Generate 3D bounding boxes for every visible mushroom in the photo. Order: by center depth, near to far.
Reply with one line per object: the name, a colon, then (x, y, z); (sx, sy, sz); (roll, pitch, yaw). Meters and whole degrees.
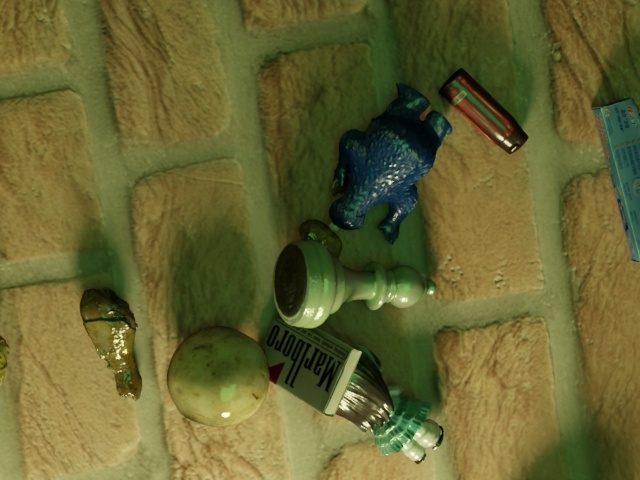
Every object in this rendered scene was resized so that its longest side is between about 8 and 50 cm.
mushroom: (-0.160, 0.217, 1.638); (0.166, 0.127, 0.166); (-2, 68, 6)

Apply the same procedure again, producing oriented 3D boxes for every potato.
potato: (0.000, 0.000, 1.683); (0.083, 0.040, 0.051); (44, 77, -12)

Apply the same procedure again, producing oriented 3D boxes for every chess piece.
chess piece: (0.070, 0.071, 1.652); (0.271, 0.139, 0.139); (2, 94, -28)

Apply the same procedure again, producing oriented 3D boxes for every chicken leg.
chicken leg: (-0.327, 0.168, 1.648); (0.085, 0.069, 0.198); (-15, 102, -4)

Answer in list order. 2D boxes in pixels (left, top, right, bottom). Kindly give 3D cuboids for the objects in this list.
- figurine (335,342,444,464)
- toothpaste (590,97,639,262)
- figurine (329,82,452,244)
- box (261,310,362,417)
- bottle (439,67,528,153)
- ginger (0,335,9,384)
figurine: (0.086, 0.273, 1.682); (0.245, 0.110, 0.138); (41, 105, -14)
toothpaste: (0.526, -0.102, 1.731); (0.066, 0.053, 0.272); (-17, 96, -1)
figurine: (0.104, -0.119, 1.647); (0.164, 0.121, 0.262); (25, 93, -11)
box: (-0.022, 0.192, 1.635); (0.036, 0.177, 0.115); (22, 93, -47)
bottle: (0.272, -0.210, 1.694); (0.164, 0.060, 0.060); (42, 89, -7)
ginger: (-0.615, 0.166, 1.598); (0.262, 0.116, 0.109); (8, 52, -2)
